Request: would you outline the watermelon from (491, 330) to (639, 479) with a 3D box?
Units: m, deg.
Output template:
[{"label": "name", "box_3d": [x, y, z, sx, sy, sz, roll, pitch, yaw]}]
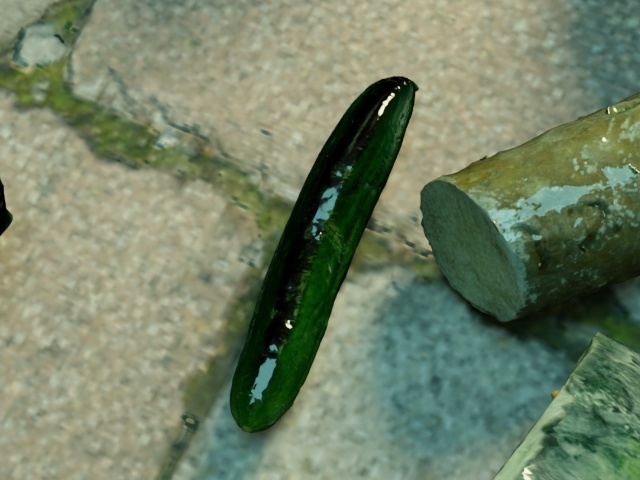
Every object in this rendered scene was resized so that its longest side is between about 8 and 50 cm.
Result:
[{"label": "watermelon", "box_3d": [0.102, 0.197, 0.633, 0.289, 0.213, 0.320, 48, 30, -12]}]

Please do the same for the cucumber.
[{"label": "cucumber", "box_3d": [0.000, 0.000, 0.762, 0.036, 0.033, 0.184, 9, 63, 27]}]

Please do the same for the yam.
[{"label": "yam", "box_3d": [0.134, -0.025, 0.742, 0.179, 0.078, 0.078, -20, 66, -7]}]

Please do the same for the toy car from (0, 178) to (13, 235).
[{"label": "toy car", "box_3d": [-0.296, -0.047, 0.748, 0.320, 0.097, 0.141, 26, 52, 14]}]
